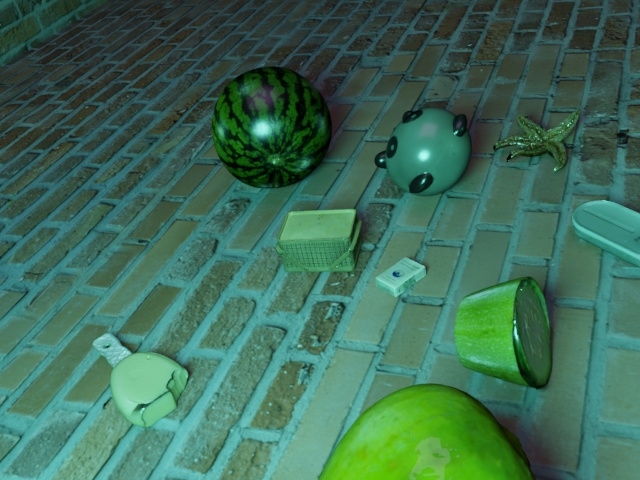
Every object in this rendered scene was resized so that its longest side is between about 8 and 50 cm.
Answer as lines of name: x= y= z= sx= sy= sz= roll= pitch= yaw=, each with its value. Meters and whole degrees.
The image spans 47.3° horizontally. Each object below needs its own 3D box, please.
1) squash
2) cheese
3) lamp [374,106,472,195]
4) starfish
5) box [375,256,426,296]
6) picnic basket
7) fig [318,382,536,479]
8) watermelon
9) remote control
squash: x=0.284 y=0.139 z=1.127 sx=0.123 sy=0.170 sz=0.170 roll=-2 pitch=34 yaw=35
cheese: x=-0.328 y=0.224 z=1.280 sx=0.127 sy=0.050 sz=0.255 roll=-32 pitch=39 yaw=-26
lamp: x=0.224 y=-0.199 z=1.607 sx=0.198 sy=0.197 sz=0.244 roll=-21 pitch=20 yaw=-12
starfish: x=0.511 y=-0.230 z=1.667 sx=0.238 sy=0.057 sz=0.213 roll=-25 pitch=44 yaw=-11
box: x=0.152 y=0.068 z=1.379 sx=0.083 sy=0.024 sz=0.054 roll=-32 pitch=41 yaw=-28
picnic basket: x=0.000 y=0.000 z=1.473 sx=0.164 sy=0.079 sz=0.115 roll=-1 pitch=35 yaw=15
fig: x=0.102 y=0.332 z=0.836 sx=0.326 sy=0.258 sz=0.258 roll=-43 pitch=42 yaw=-10
watermelon: x=-0.115 y=-0.260 z=1.706 sx=0.285 sy=0.285 sz=0.285 roll=-8 pitch=35 yaw=6
remote control: x=0.569 y=-0.004 z=1.328 sx=0.104 sy=0.052 sz=0.247 roll=-28 pitch=38 yaw=-20
